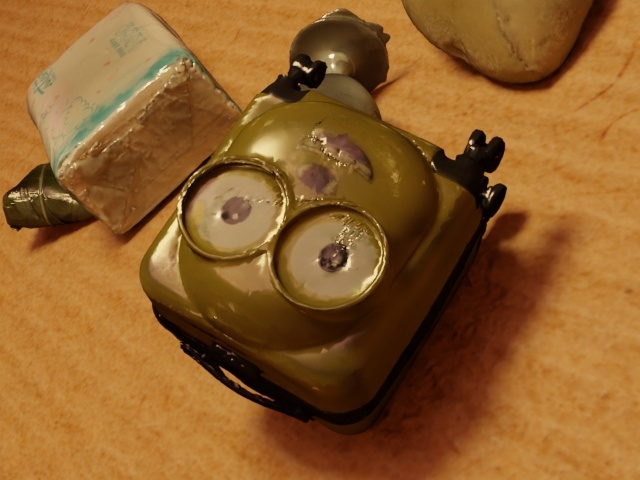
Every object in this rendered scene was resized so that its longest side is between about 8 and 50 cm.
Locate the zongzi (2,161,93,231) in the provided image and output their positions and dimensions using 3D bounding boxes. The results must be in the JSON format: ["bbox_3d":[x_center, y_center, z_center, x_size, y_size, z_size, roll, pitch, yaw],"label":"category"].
[{"bbox_3d":[-0.290,-0.064,1.363,0.130,0.062,0.154,-4,26,14],"label":"zongzi"}]

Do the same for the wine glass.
[{"bbox_3d":[0.010,-0.100,1.011,0.103,0.103,0.222,-24,38,27],"label":"wine glass"}]

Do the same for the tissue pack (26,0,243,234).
[{"bbox_3d":[-0.218,-0.150,1.294,0.201,0.124,0.271,-39,32,-1],"label":"tissue pack"}]

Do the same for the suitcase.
[{"bbox_3d":[0.000,0.000,0.806,0.193,0.143,0.235,27,71,19],"label":"suitcase"}]

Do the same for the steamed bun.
[{"bbox_3d":[0.145,-0.246,1.009,0.212,0.110,0.231,0,54,42],"label":"steamed bun"}]
